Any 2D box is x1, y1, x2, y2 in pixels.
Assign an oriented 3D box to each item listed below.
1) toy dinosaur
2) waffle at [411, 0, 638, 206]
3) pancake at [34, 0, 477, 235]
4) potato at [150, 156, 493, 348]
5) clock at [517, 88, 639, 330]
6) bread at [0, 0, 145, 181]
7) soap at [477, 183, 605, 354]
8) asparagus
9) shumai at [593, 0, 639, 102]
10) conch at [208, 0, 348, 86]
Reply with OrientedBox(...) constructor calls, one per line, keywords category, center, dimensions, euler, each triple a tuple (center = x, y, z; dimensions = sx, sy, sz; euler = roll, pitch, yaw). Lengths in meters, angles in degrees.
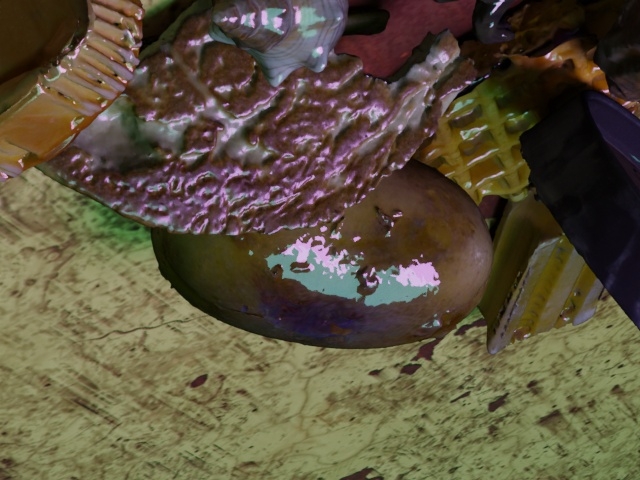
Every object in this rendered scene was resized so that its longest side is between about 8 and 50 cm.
OrientedBox(category="toy dinosaur", center=(0.147, -0.247, 1.567), dimensions=(0.187, 0.087, 0.179), euler=(-34, 152, -27))
OrientedBox(category="waffle", center=(0.176, -0.121, 1.805), dimensions=(0.307, 0.060, 0.312), euler=(5, 138, -48))
OrientedBox(category="pancake", center=(-0.056, -0.104, 1.544), dimensions=(0.376, 0.197, 0.054), euler=(-7, -171, -21))
OrientedBox(category="potato", center=(0.000, 0.000, 1.687), dimensions=(0.307, 0.173, 0.210), euler=(13, 143, -13))
OrientedBox(category="clock", center=(0.324, 0.029, 1.725), dimensions=(0.076, 0.386, 0.386), euler=(-42, 149, 16))
OrientedBox(category="bread", center=(-0.215, -0.124, 1.388), dimensions=(0.190, 0.132, 0.114), euler=(-35, 153, 19))
OrientedBox(category="soap", center=(0.240, 0.018, 2.073), dimensions=(0.135, 0.076, 0.233), euler=(-17, 151, -19))
OrientedBox(category="asparagus", center=(-0.054, -0.161, 1.578), dimensions=(0.248, 0.025, 0.024), euler=(-11, -170, -28))
OrientedBox(category="shumai", center=(0.386, -0.233, 1.641), dimensions=(0.309, 0.263, 0.304), euler=(5, -179, -3))
OrientedBox(category="conch", center=(-0.034, -0.196, 1.454), dimensions=(0.114, 0.234, 0.137), euler=(-8, 122, 15))
